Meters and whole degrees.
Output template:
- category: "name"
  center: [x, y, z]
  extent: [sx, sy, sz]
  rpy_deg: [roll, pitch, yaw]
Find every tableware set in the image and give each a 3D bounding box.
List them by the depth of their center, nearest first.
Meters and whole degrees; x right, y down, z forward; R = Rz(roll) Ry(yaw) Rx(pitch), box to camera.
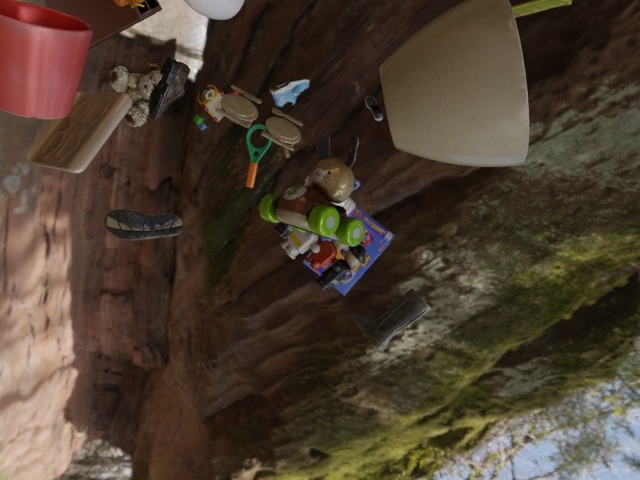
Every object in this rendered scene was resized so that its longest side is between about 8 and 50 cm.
- category: "tableware set"
  center: [-0.138, -0.263, 1.105]
  extent: [0.039, 0.194, 0.128]
  rpy_deg: [-54, -164, 40]

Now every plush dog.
- category: "plush dog"
  center: [-0.730, -0.635, 2.102]
  extent: [0.262, 0.225, 0.210]
  rpy_deg: [71, 22, -3]

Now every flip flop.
- category: "flip flop"
  center: [-0.652, -0.058, 1.823]
  extent: [0.080, 0.277, 0.112]
  rpy_deg: [1, -87, 61]

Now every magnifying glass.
- category: "magnifying glass"
  center: [-0.237, -0.308, 1.797]
  extent: [0.026, 0.092, 0.231]
  rpy_deg: [-36, 140, -78]

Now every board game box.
- category: "board game box"
  center: [0.109, 0.038, 2.041]
  extent: [0.347, 0.233, 0.078]
  rpy_deg: [-53, 177, 36]

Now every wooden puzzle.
- category: "wooden puzzle"
  center: [-0.817, -0.368, 1.686]
  extent: [0.348, 0.080, 0.322]
  rpy_deg: [15, -111, 35]

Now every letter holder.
- category: "letter holder"
  center: [-0.741, -0.810, 1.667]
  extent: [0.302, 0.214, 0.152]
  rpy_deg: [-15, -148, 23]

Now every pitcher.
- category: "pitcher"
  center: [-0.233, -0.543, 0.996]
  extent: [0.177, 0.207, 0.125]
  rpy_deg: [19, -90, 34]

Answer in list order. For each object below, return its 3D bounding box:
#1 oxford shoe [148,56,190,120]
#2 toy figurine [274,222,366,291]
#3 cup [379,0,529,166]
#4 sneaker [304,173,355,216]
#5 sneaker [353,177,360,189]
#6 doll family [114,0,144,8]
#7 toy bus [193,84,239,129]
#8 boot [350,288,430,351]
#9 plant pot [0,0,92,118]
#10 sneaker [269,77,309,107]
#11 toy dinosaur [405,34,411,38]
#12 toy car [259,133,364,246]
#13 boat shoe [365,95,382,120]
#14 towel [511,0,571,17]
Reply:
- category: "oxford shoe"
  center: [-0.485, -0.473, 1.588]
  extent: [0.227, 0.096, 0.083]
  rpy_deg: [-47, -121, 32]
- category: "toy figurine"
  center: [0.000, 0.000, 1.267]
  extent: [0.148, 0.209, 0.213]
  rpy_deg: [-41, -158, 5]
- category: "cup"
  center: [0.249, -0.291, 0.971]
  extent: [0.331, 0.237, 0.331]
  rpy_deg: [-9, 90, -77]
- category: "sneaker"
  center: [0.008, -0.163, 1.513]
  extent: [0.114, 0.152, 0.305]
  rpy_deg: [-41, -156, -4]
- category: "sneaker"
  center: [0.130, -0.234, 2.140]
  extent: [0.059, 0.053, 0.144]
  rpy_deg: [-50, -175, -17]
- category: "doll family"
  center: [-0.477, -0.693, 1.310]
  extent: [0.263, 0.118, 0.163]
  rpy_deg: [18, -114, 41]
- category: "toy bus"
  center: [-0.432, -0.557, 1.940]
  extent: [0.191, 0.104, 0.202]
  rpy_deg: [-33, 164, -45]
- category: "boot"
  center: [0.217, 0.227, 1.554]
  extent: [0.208, 0.076, 0.189]
  rpy_deg: [-49, -132, 2]
- category: "plant pot"
  center: [-0.749, -0.467, 1.283]
  extent: [0.275, 0.275, 0.243]
  rpy_deg: [-109, -146, -58]
- category: "sneaker"
  center: [-0.092, -0.445, 1.481]
  extent: [0.063, 0.162, 0.073]
  rpy_deg: [17, -51, 34]
- category: "toy dinosaur"
  center: [0.456, -0.791, 2.161]
  extent: [0.200, 0.127, 0.296]
  rpy_deg: [120, -39, -85]
- category: "toy car"
  center: [0.005, -0.102, 0.877]
  extent: [0.155, 0.149, 0.188]
  rpy_deg: [16, -93, 41]
- category: "boat shoe"
  center: [0.238, -0.589, 2.159]
  extent: [0.040, 0.049, 0.142]
  rpy_deg: [86, -17, -62]
- category: "towel"
  center: [0.656, -0.733, 1.557]
  extent: [0.237, 0.102, 0.021]
  rpy_deg: [12, -72, 54]
